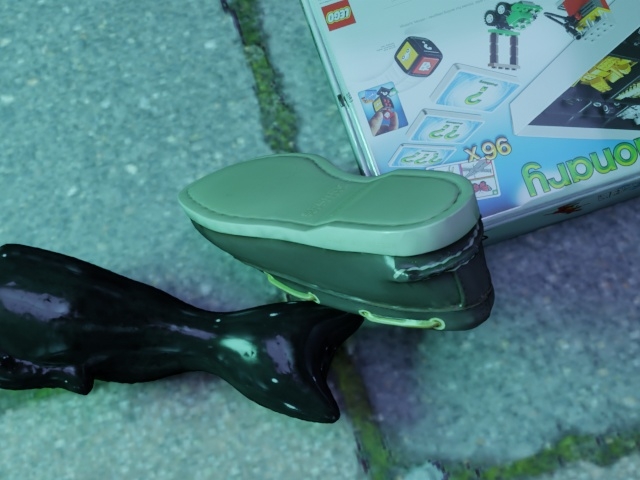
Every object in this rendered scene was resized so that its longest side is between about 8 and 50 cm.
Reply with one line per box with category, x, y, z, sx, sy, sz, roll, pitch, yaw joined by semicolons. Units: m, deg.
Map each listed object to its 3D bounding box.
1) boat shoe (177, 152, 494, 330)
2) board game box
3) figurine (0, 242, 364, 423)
boat shoe;0.000;0.000;0.629;0.081;0.068;0.228;-35;27;-28
board game box;0.157;-0.118;0.695;0.305;0.053;0.193;-18;75;-2
figurine;-0.092;0.117;0.618;0.209;0.092;0.214;6;67;5
